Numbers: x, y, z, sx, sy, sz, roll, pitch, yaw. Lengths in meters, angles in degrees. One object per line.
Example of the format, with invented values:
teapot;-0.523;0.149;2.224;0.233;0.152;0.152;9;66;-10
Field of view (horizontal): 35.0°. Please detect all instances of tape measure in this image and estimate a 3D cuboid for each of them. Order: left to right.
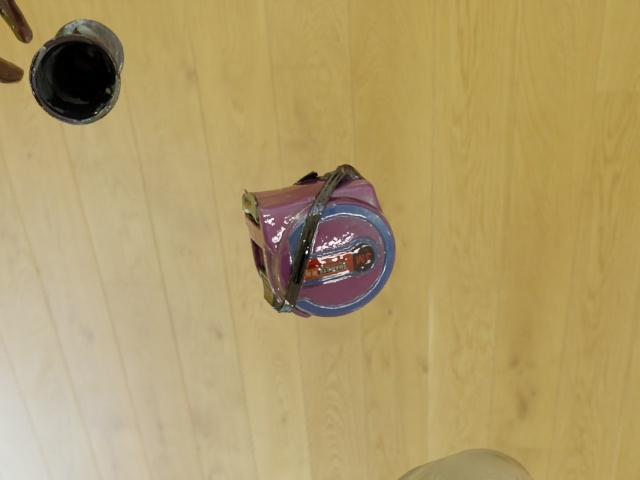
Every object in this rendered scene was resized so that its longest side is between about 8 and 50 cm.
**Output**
tape measure;0.000;0.000;1.660;0.231;0.149;0.245;-14;112;-19

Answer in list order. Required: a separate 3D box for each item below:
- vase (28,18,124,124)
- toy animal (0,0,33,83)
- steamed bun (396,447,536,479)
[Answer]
vase;-0.169;-0.123;0.717;0.059;0.167;0.059;-3;106;-10
toy animal;-0.084;-0.171;0.301;0.260;0.087;0.243;-29;158;6
steamed bun;0.137;0.372;1.174;0.203;0.276;0.289;29;156;15
